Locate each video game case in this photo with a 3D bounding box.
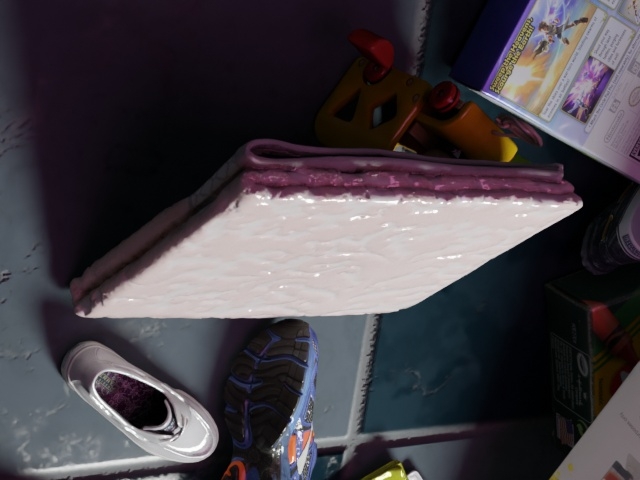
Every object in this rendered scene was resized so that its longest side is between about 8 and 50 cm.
[{"bbox_3d":[0.279,-0.220,1.798,0.244,0.061,0.269,25,95,-38],"label":"video game case"}]

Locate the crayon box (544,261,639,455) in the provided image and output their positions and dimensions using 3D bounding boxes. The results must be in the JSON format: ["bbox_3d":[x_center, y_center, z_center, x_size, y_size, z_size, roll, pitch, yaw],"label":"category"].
[{"bbox_3d":[0.389,0.095,1.991,0.318,0.081,0.202,-20,119,-24],"label":"crayon box"}]

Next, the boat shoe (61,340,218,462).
[{"bbox_3d":[-0.150,0.151,1.685,0.066,0.063,0.184,-47,127,-6],"label":"boat shoe"}]

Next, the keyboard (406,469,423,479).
[{"bbox_3d":[0.123,0.338,1.970,0.072,0.014,0.256,-41,126,-11],"label":"keyboard"}]

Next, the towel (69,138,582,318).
[{"bbox_3d":[0.000,0.000,1.598,0.332,0.317,0.053,2,69,-32],"label":"towel"}]

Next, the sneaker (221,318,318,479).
[{"bbox_3d":[-0.041,0.177,1.766,0.087,0.083,0.221,-7,112,-60],"label":"sneaker"}]

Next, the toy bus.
[{"bbox_3d":[0.085,-0.082,1.657,0.104,0.191,0.202,-55,172,-5],"label":"toy bus"}]

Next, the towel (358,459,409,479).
[{"bbox_3d":[0.076,0.331,1.923,0.102,0.021,0.237,-30,124,-9],"label":"towel"}]

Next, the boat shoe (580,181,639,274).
[{"bbox_3d":[0.326,-0.038,1.910,0.065,0.083,0.183,51,51,-10],"label":"boat shoe"}]

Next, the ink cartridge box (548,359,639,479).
[{"bbox_3d":[0.367,0.280,1.915,0.279,0.160,0.385,7,125,-45],"label":"ink cartridge box"}]
